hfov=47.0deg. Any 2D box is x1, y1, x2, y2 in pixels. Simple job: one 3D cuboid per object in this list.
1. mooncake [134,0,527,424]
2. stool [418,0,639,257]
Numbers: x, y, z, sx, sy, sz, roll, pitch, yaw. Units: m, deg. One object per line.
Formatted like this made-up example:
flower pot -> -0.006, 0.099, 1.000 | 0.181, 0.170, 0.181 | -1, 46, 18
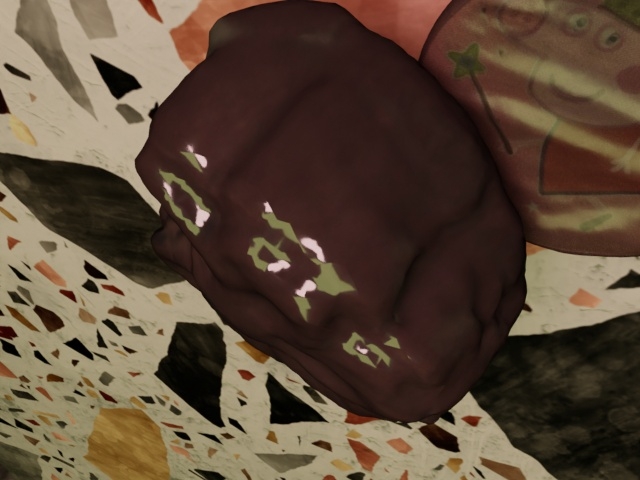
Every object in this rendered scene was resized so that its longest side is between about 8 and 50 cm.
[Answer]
mooncake -> 0.000, 0.000, 0.648 | 0.351, 0.212, 0.381 | 36, 163, 10
stool -> 0.227, -0.136, 0.582 | 0.272, 0.178, 0.272 | 17, 137, 16
